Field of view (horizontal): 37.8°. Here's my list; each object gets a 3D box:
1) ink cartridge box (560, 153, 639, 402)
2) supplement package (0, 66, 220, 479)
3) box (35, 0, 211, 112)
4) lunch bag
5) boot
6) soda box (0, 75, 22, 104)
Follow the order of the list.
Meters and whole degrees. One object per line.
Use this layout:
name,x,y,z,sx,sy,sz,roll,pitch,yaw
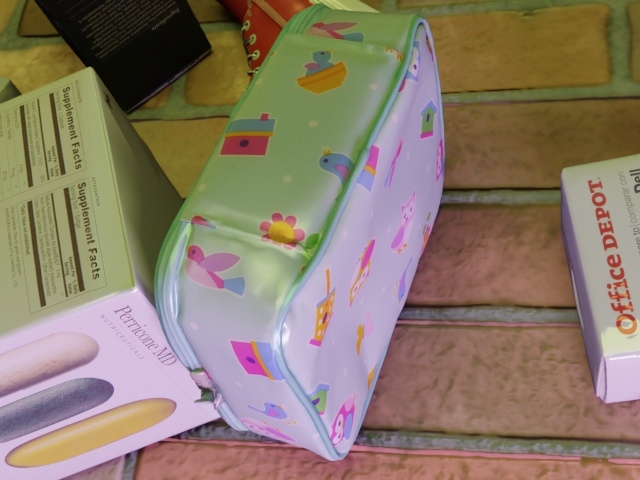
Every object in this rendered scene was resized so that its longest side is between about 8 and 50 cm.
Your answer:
ink cartridge box,0.276,0.014,0.625,0.208,0.087,0.153,-11,59,11
supplement package,-0.228,0.050,0.679,0.262,0.199,0.198,-22,55,3
box,-0.209,-0.242,0.837,0.108,0.207,0.153,-38,58,-7
lunch bag,0.000,0.000,0.638,0.107,0.224,0.279,14,61,19
boot,-0.058,-0.157,0.820,0.244,0.088,0.176,36,78,26
soda box,-0.395,-0.130,0.893,0.286,0.098,0.091,22,69,26
